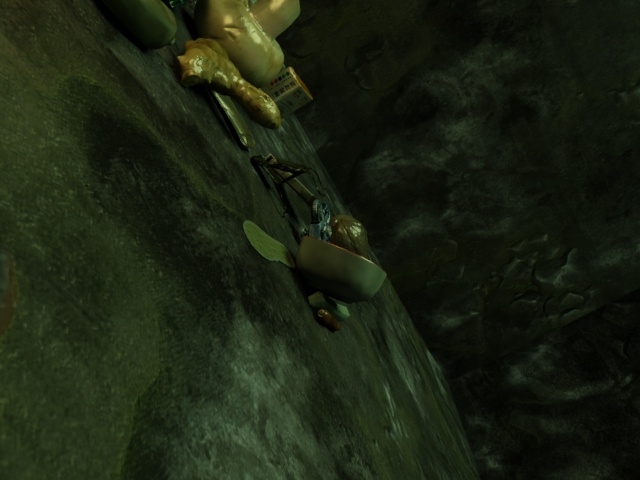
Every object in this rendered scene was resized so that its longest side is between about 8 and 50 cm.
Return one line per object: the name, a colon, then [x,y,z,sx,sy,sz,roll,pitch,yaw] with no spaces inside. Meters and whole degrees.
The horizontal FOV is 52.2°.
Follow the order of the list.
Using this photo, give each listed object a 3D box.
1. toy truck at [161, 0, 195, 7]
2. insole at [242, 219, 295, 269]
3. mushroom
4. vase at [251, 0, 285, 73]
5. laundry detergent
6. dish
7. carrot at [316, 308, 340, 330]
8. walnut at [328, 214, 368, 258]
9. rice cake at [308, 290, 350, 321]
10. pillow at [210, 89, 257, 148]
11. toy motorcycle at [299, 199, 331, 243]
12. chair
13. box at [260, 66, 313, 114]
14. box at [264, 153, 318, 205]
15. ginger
toy truck: [-0.414,-0.754,1.848,0.363,0.176,0.178,-94,163,-69]
insole: [-0.122,0.015,1.592,0.109,0.007,0.322,65,10,19]
mushroom: [-0.249,-0.688,2.194,0.325,0.353,0.353,101,-32,-59]
vase: [-0.268,-0.765,2.532,0.250,0.249,0.446,50,18,-54]
laundry detergent: [-0.389,-0.502,1.398,0.181,0.091,0.253,59,7,25]
dish: [0.044,0.092,1.741,0.256,0.117,0.256,24,-8,4]
carrot: [0.024,0.213,1.724,0.036,0.035,0.165,65,7,25]
walnut: [0.093,0.009,2.370,0.178,0.178,0.230,-107,171,-53]
rice cake: [0.024,0.181,1.777,0.042,0.045,0.245,64,9,22]
pillow: [-0.256,-0.363,1.918,0.218,0.033,0.130,59,13,0]
toy motorcycle: [0.000,0.000,1.983,0.135,0.092,0.255,43,45,-67]
chair: [-0.099,-0.192,1.956,0.213,0.149,0.174,56,11,-8]
box: [-0.155,-0.526,2.417,0.091,0.220,0.274,61,11,3]
box: [-0.080,-0.178,2.125,0.247,0.033,0.129,45,0,25]
ginger: [-0.290,-0.473,1.774,0.363,0.122,0.348,57,14,29]
